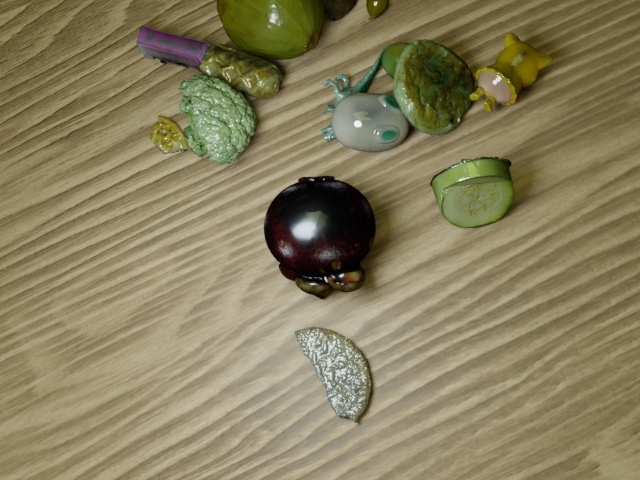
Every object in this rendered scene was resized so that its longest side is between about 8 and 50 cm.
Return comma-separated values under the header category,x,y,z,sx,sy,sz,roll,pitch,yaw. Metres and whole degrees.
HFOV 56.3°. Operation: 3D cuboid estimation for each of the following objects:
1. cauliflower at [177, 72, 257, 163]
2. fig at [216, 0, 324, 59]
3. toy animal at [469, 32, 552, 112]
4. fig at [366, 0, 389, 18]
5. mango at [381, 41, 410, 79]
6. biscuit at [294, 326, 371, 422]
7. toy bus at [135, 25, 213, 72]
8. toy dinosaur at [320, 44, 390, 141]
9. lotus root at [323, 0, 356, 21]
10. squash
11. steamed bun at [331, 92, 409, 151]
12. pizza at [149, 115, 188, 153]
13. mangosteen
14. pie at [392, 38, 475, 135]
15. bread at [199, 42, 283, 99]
category,x,y,z,sx,sy,sz,roll,pitch,yaw
cauliflower,-0.339,-0.362,1.828,0.272,0.275,0.250,41,123,-10
fig,-0.136,-0.715,1.852,0.344,0.343,0.342,-3,71,10
toy animal,0.536,-0.477,1.726,0.156,0.156,0.229,40,86,20
fig,0.181,-0.759,1.927,0.074,0.074,0.087,24,104,17
mango,0.277,-0.533,1.828,0.191,0.085,0.122,33,71,7
biscuit,0.053,0.339,1.599,0.141,0.038,0.289,-30,70,-1
toy bus,-0.482,-0.639,1.997,0.274,0.112,0.090,18,84,16
toy dinosaur,0.083,-0.489,1.843,0.129,0.076,0.382,32,86,-13
lotus root,0.037,-0.849,1.957,0.138,0.119,0.234,-24,67,2
squash,0.409,-0.135,1.594,0.220,0.220,0.133,-10,67,8
steamed bun,0.147,-0.349,1.743,0.228,0.130,0.177,11,83,1
pizza,-0.496,-0.337,1.934,0.099,0.036,0.160,-40,69,-4
mangosteen,0.000,0.000,1.605,0.307,0.307,0.346,-2,100,10
pie,0.328,-0.447,1.730,0.277,0.079,0.276,4,81,-24
bread,-0.245,-0.532,1.895,0.268,0.129,0.152,23,44,15
